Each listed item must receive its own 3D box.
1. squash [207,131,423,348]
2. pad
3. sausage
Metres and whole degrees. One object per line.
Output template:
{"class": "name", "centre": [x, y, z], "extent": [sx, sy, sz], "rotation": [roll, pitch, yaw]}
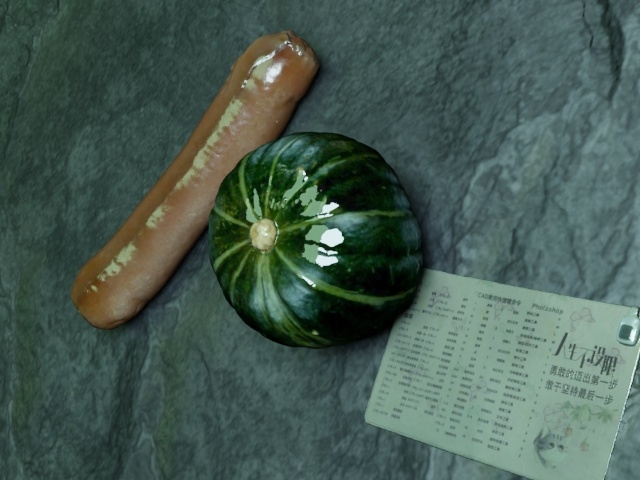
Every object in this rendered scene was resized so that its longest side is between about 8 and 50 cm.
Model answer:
{"class": "squash", "centre": [-0.004, 0.001, 1.073], "extent": [0.218, 0.172, 0.218], "rotation": [-14, 65, 33]}
{"class": "pad", "centre": [0.151, 0.114, 0.989], "extent": [0.265, 0.009, 0.159], "rotation": [10, 80, 47]}
{"class": "sausage", "centre": [-0.145, -0.065, 1.301], "extent": [0.419, 0.094, 0.094], "rotation": [-52, 40, 14]}
